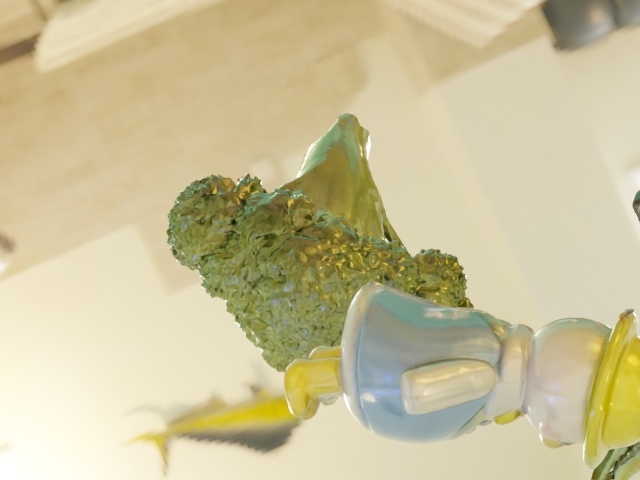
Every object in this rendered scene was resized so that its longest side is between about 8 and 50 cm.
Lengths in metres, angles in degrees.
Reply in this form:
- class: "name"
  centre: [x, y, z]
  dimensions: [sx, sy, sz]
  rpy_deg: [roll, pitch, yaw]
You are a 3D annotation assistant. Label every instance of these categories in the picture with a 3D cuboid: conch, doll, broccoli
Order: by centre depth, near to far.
- class: "doll"
  centre: [0.102, 0.079, 1.028]
  dimensions: [0.241, 0.098, 0.135]
  rpy_deg: [8, 159, 20]
- class: "broccoli"
  centre: [-0.019, 0.024, 1.608]
  dimensions: [0.254, 0.186, 0.302]
  rpy_deg: [0, -152, -29]
- class: "conch"
  centre: [0.333, 0.161, 1.650]
  dimensions: [0.201, 0.079, 0.095]
  rpy_deg: [-45, 166, -4]

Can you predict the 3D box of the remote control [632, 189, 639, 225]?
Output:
- class: "remote control"
  centre: [0.414, -0.047, 1.688]
  dimensions: [0.245, 0.063, 0.025]
  rpy_deg: [-16, -162, 41]
